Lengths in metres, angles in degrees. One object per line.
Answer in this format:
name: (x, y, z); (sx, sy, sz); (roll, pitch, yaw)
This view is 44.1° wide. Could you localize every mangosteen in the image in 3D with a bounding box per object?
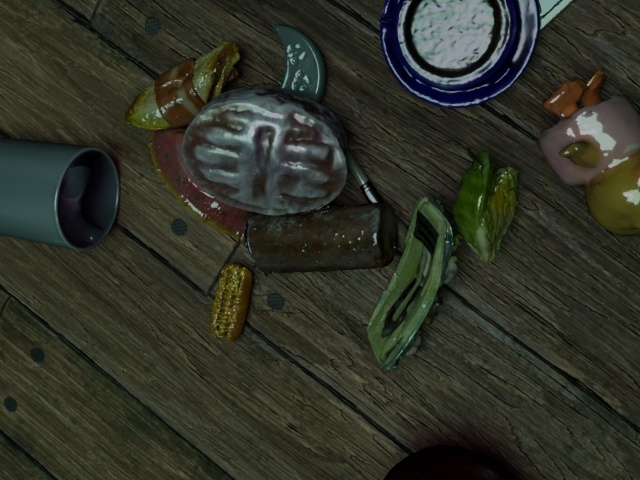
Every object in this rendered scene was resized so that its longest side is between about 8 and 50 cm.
mangosteen: (0.228, 0.514, 1.369); (0.297, 0.293, 0.297); (15, 143, 11)

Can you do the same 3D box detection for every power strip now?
power strip: (-0.062, -0.279, 1.455); (0.137, 0.044, 0.215); (23, 106, 13)

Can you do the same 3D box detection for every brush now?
brush: (0.071, -0.112, 1.444); (0.042, 0.039, 0.299); (-36, 86, 22)

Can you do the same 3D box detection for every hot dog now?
hot dog: (-0.249, -0.275, 1.490); (0.262, 0.093, 0.123); (-22, 54, 21)
hot dog: (-0.176, 0.121, 1.566); (0.071, 0.045, 0.165); (19, 106, 17)

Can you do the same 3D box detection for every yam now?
yam: (0.001, -0.001, 1.426); (0.280, 0.131, 0.131); (-3, 99, 29)

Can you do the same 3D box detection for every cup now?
cup: (-0.587, -0.103, 1.583); (0.312, 0.205, 0.205); (10, 103, 18)

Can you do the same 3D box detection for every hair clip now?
hair clip: (0.177, 0.082, 1.395); (0.091, 0.138, 0.321); (9, 119, -22)

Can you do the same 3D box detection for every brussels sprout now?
brussels sprout: (0.272, -0.060, 1.333); (0.101, 0.139, 0.180); (17, 109, 23)

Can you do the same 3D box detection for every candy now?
candy: (-0.090, -0.158, 1.391); (0.290, 0.157, 0.214); (12, 119, 3)

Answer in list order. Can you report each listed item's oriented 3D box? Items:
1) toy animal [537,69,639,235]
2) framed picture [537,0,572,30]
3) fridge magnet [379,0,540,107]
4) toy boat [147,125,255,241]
toy animal: (0.458, -0.116, 1.233); (0.281, 0.195, 0.169); (53, 143, 18)
framed picture: (0.393, -0.497, 1.274); (0.260, 0.023, 0.189); (-42, 88, 20)
fridge magnet: (0.225, -0.352, 1.305); (0.266, 0.113, 0.265); (5, 105, 19)
toy boat: (-0.225, -0.124, 1.516); (0.141, 0.099, 0.318); (-39, 85, -20)
